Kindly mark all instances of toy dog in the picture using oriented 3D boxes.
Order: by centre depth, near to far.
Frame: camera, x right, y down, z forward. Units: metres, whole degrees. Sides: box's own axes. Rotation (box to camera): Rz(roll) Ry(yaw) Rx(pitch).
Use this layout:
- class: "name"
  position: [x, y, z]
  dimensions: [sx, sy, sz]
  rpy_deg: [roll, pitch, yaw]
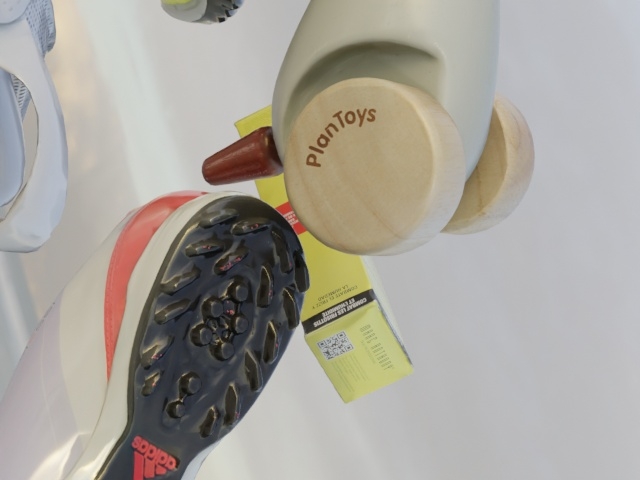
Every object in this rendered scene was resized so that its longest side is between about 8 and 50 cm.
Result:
- class: "toy dog"
  position: [0.013, -0.142, 0.809]
  dimensions: [0.220, 0.161, 0.334]
  rpy_deg: [43, 51, -60]

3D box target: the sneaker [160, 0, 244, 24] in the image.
- class: "sneaker"
  position: [-0.087, -0.267, 0.849]
  dimensions: [0.385, 0.147, 0.145]
  rpy_deg: [96, 1, -56]

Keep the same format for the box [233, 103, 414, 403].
- class: "box"
  position: [0.000, 0.000, 1.150]
  dimensions: [0.087, 0.058, 0.232]
  rpy_deg: [60, 8, -45]

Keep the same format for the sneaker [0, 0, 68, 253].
- class: "sneaker"
  position: [-0.218, -0.078, 0.436]
  dimensions: [0.137, 0.365, 0.210]
  rpy_deg: [-26, 107, -57]

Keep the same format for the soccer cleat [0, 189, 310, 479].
- class: "soccer cleat"
  position: [-0.122, 0.115, 0.771]
  dimensions: [0.108, 0.318, 0.116]
  rpy_deg: [39, -18, -31]
